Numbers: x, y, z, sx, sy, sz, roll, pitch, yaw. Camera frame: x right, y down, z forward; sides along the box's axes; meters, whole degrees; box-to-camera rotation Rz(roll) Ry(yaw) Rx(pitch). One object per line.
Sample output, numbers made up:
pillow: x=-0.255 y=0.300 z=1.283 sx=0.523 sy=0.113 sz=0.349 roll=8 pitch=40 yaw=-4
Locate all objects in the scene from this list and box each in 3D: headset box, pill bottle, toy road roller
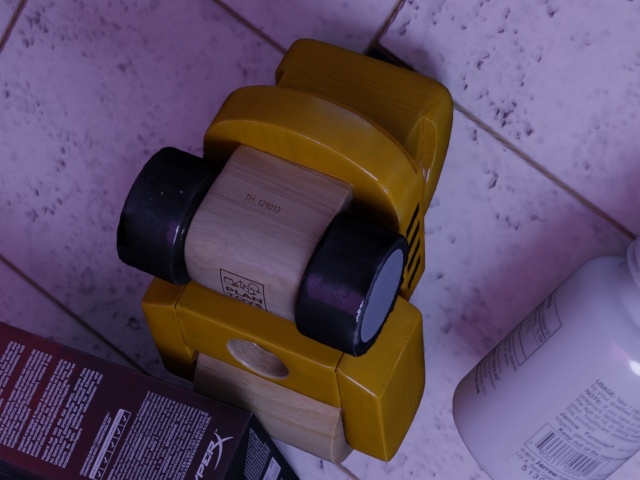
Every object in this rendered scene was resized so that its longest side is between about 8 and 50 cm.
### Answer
headset box: x=-0.183 y=0.174 z=1.460 sx=0.293 sy=0.218 sz=0.110 roll=18 pitch=72 yaw=17
pill bottle: x=0.216 y=0.086 z=1.305 sx=0.131 sy=0.131 sz=0.229 roll=45 pitch=119 yaw=5
toy road roller: x=0.000 y=0.000 z=1.366 sx=0.203 sy=0.240 sz=0.329 roll=21 pitch=152 yaw=16
